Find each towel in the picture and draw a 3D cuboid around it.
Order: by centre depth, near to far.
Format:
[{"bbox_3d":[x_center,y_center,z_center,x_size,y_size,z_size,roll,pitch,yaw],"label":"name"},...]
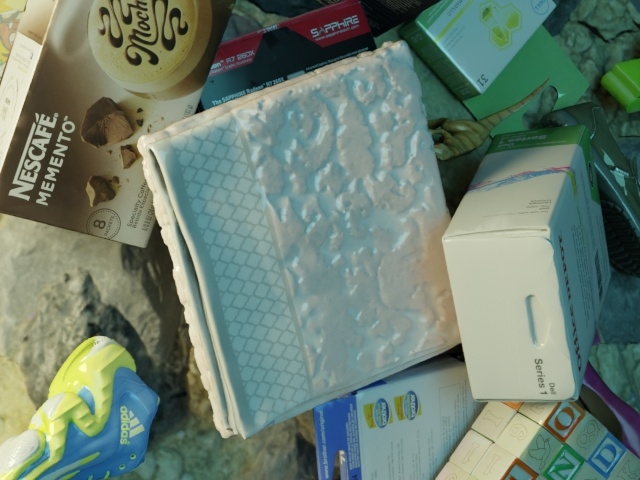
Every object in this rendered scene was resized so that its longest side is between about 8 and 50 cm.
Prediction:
[{"bbox_3d":[0.000,0.000,1.311,0.317,0.053,0.331,-23,109,-26],"label":"towel"}]

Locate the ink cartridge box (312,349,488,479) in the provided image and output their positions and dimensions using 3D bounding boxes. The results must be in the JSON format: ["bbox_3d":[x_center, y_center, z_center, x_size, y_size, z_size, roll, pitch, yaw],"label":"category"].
[{"bbox_3d":[0.123,0.226,1.453,0.311,0.065,0.185,-11,105,-28],"label":"ink cartridge box"}]

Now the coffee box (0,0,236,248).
[{"bbox_3d":[-0.210,-0.160,1.260,0.168,0.119,0.297,16,103,-29],"label":"coffee box"}]

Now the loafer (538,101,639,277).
[{"bbox_3d":[0.368,-0.066,1.605,0.087,0.094,0.251,-37,103,-24],"label":"loafer"}]

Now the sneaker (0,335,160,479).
[{"bbox_3d":[-0.243,0.216,1.284,0.126,0.091,0.240,42,68,-16],"label":"sneaker"}]

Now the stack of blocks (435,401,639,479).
[{"bbox_3d":[0.203,0.312,1.428,0.171,0.087,0.297,40,83,-32],"label":"stack of blocks"}]

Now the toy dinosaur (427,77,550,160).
[{"bbox_3d":[0.172,-0.122,1.507,0.211,0.112,0.064,-35,118,-42],"label":"toy dinosaur"}]

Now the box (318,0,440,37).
[{"bbox_3d":[0.094,-0.338,1.444,0.108,0.207,0.153,32,72,-19],"label":"box"}]

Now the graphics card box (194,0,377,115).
[{"bbox_3d":[-0.002,-0.055,1.429,0.233,0.094,0.370,-24,94,-26],"label":"graphics card box"}]

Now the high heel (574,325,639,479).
[{"bbox_3d":[0.315,0.203,1.551,0.117,0.082,0.244,-15,86,-35],"label":"high heel"}]

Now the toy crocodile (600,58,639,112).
[{"bbox_3d":[0.515,-0.219,1.696,0.341,0.105,0.115,-17,50,-25],"label":"toy crocodile"}]

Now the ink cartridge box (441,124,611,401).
[{"bbox_3d":[0.232,0.021,1.414,0.278,0.117,0.201,-55,136,-57],"label":"ink cartridge box"}]

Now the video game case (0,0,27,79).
[{"bbox_3d":[-0.281,-0.237,1.354,0.227,0.026,0.206,-42,102,-24],"label":"video game case"}]

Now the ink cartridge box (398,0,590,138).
[{"bbox_3d":[0.228,-0.228,1.582,0.235,0.056,0.171,46,68,-12],"label":"ink cartridge box"}]
